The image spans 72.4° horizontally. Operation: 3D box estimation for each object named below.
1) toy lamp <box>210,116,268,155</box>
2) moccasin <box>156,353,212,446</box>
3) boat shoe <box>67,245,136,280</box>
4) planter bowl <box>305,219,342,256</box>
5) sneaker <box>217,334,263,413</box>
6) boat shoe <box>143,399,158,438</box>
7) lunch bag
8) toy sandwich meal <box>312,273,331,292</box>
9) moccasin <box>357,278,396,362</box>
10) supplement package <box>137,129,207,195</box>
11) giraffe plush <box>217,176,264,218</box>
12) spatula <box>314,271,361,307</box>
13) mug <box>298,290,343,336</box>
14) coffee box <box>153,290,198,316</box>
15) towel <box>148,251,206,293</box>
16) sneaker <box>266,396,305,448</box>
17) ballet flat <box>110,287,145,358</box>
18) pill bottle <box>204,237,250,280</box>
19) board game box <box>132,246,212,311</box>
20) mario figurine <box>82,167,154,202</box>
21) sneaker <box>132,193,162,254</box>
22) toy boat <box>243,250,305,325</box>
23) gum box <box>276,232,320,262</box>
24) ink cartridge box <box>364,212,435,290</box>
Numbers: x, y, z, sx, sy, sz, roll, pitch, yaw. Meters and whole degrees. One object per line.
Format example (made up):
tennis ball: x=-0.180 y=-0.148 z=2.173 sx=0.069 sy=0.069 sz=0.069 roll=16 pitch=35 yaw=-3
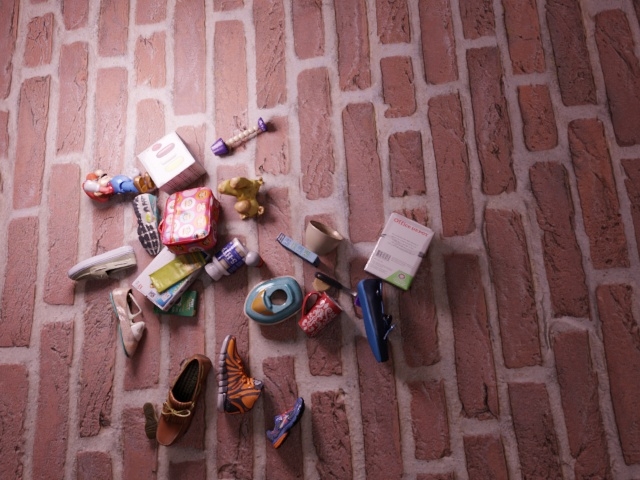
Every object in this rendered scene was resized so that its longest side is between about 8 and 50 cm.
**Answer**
toy lamp: x=-0.379 y=-0.476 z=2.030 sx=0.274 sy=0.080 sz=0.080 roll=-27 pitch=78 yaw=-2
moccasin: x=-0.567 y=0.655 z=1.795 sx=0.139 sy=0.147 sz=0.380 roll=28 pitch=83 yaw=10
boat shoe: x=-0.975 y=0.120 z=1.956 sx=0.302 sy=0.109 sz=0.094 roll=-24 pitch=80 yaw=-2
planter bowl: x=0.000 y=0.000 z=1.874 sx=0.162 sy=0.162 sz=0.109 roll=31 pitch=104 yaw=10
sneaker: x=-0.324 y=0.554 z=1.819 sx=0.180 sy=0.124 sz=0.321 roll=1 pitch=90 yaw=1
boat shoe: x=-0.715 y=0.756 z=1.847 sx=0.056 sy=0.048 sz=0.153 roll=-13 pitch=85 yaw=-10
lunch bag: x=-0.583 y=-0.084 z=1.918 sx=0.258 sy=0.120 sz=0.293 roll=-10 pitch=57 yaw=6
toy sandwich meal: x=0.009 y=0.188 z=1.894 sx=0.085 sy=0.029 sz=0.086 roll=0 pitch=69 yaw=1
moccasin: x=0.244 y=0.321 z=1.784 sx=0.116 sy=0.138 sz=0.342 roll=-10 pitch=88 yaw=-13
supplement package: x=-0.672 y=-0.348 z=1.994 sx=0.203 sy=0.149 sz=0.194 roll=-37 pitch=78 yaw=-1
giraffe plush: x=-0.336 y=-0.183 z=1.946 sx=0.210 sy=0.181 sz=0.170 roll=-8 pitch=88 yaw=-31
spatula: x=0.107 y=0.208 z=1.862 sx=0.296 sy=0.030 sz=0.084 roll=26 pitch=83 yaw=3
mug: x=-0.015 y=0.301 z=1.836 sx=0.150 sy=0.113 sz=0.169 roll=44 pitch=90 yaw=13
coffee box: x=-0.635 y=0.274 z=1.927 sx=0.184 sy=0.040 sz=0.113 roll=2 pitch=77 yaw=6
towel: x=-0.615 y=0.122 z=1.885 sx=0.237 sy=0.021 sz=0.102 roll=-33 pitch=71 yaw=-9
sneaker: x=-0.143 y=0.730 z=1.780 sx=0.087 sy=0.083 sz=0.221 roll=33 pitch=80 yaw=18
ballet flat: x=-0.826 y=0.347 z=1.904 sx=0.106 sy=0.107 sz=0.316 roll=-18 pitch=78 yaw=-12
pill bottle: x=-0.405 y=0.086 z=1.907 sx=0.186 sy=0.112 sz=0.112 roll=-40 pitch=79 yaw=-3
board game box: x=-0.648 y=0.133 z=1.923 sx=0.193 sy=0.053 sz=0.305 roll=35 pitch=75 yaw=14
mario figurine: x=-0.933 y=-0.275 z=1.980 sx=0.320 sy=0.198 sz=0.170 roll=-4 pitch=75 yaw=10
sneaker: x=-0.755 y=-0.074 z=1.974 sx=0.107 sy=0.110 sz=0.275 roll=-3 pitch=96 yaw=22
toy boat: x=-0.228 y=0.197 z=1.851 sx=0.267 sy=0.148 sz=0.318 roll=-27 pitch=78 yaw=0
gum box: x=-0.091 y=0.044 z=1.863 sx=0.184 sy=0.157 sz=0.041 roll=31 pitch=83 yaw=10
ink cartridge box: x=0.331 y=0.050 z=1.845 sx=0.198 sy=0.115 sz=0.273 roll=26 pitch=84 yaw=9
